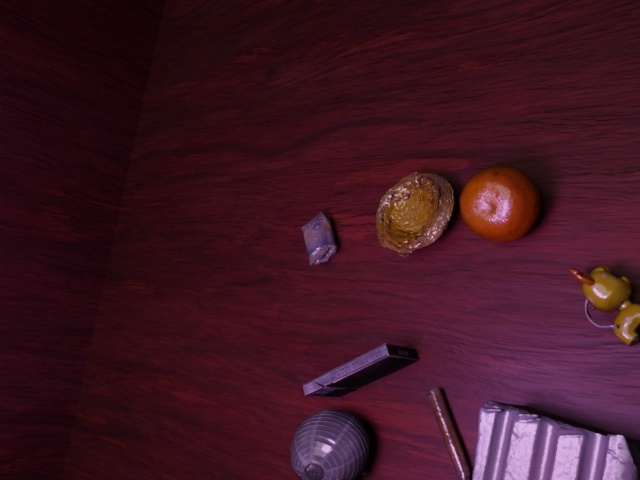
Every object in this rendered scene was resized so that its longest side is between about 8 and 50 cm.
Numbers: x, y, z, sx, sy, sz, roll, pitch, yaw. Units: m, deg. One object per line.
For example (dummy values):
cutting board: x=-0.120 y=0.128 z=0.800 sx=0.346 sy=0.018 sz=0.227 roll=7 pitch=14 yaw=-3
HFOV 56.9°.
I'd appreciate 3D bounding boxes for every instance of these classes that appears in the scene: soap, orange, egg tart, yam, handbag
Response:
soap: x=0.541 y=0.628 z=1.368 sx=0.350 sy=0.213 sz=0.435 roll=5 pitch=80 yaw=38
orange: x=0.505 y=-0.101 z=1.654 sx=0.224 sy=0.170 sz=0.224 roll=10 pitch=105 yaw=41
egg tart: x=0.304 y=-0.075 z=1.860 sx=0.291 sy=0.107 sz=0.290 roll=-18 pitch=61 yaw=35
yam: x=0.363 y=0.545 z=1.655 sx=0.046 sy=0.046 sz=0.264 roll=-34 pitch=58 yaw=28
handbag: x=0.000 y=0.000 z=2.105 sx=0.117 sy=0.095 sz=0.173 roll=-38 pitch=47 yaw=32

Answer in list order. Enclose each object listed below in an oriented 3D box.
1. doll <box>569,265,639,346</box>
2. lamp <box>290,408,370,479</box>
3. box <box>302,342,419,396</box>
doll: x=0.705 y=0.143 z=1.443 sx=0.221 sy=0.143 sz=0.135 roll=45 pitch=108 yaw=28
lamp: x=0.023 y=0.637 z=1.789 sx=0.265 sy=0.233 sz=0.233 roll=-17 pitch=66 yaw=33
box: x=0.122 y=0.404 z=1.810 sx=0.325 sy=0.180 sz=0.047 roll=-33 pitch=59 yaw=28
